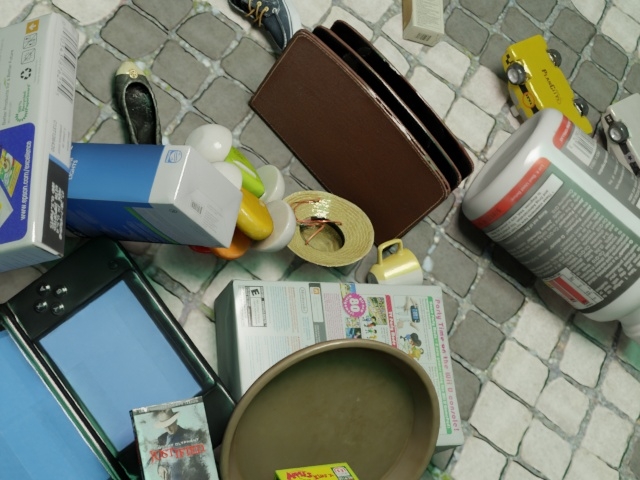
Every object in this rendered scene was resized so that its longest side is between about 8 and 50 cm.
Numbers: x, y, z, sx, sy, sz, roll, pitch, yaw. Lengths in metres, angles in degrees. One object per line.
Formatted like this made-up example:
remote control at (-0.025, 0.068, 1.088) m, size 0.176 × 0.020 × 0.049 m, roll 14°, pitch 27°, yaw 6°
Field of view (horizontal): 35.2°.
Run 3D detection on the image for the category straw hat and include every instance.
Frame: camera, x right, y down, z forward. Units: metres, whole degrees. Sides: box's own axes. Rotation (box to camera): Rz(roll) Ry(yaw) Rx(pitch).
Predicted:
straw hat at (0.000, 0.000, 1.409) m, size 0.144 × 0.061 × 0.144 m, roll 7°, pitch 47°, yaw -8°

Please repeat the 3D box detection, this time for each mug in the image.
mug at (0.100, 0.043, 1.438) m, size 0.064 × 0.062 × 0.078 m, roll -20°, pitch 84°, yaw -21°

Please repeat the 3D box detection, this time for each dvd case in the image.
dvd case at (-0.162, 0.241, 1.128) m, size 0.087 × 0.013 × 0.119 m, roll -5°, pitch 76°, yaw -31°

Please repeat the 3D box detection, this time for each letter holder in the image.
letter holder at (0.079, -0.173, 1.432) m, size 0.302 × 0.214 × 0.152 m, roll 48°, pitch 57°, yaw 2°

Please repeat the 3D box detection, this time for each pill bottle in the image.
pill bottle at (0.410, -0.010, 1.514) m, size 0.363 × 0.210 × 0.210 m, roll 40°, pitch 57°, yaw -4°

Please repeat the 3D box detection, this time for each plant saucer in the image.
plant saucer at (0.011, 0.234, 1.196) m, size 0.277 × 0.041 × 0.278 m, roll -8°, pitch 114°, yaw -18°

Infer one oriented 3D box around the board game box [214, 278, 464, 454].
board game box at (0.023, 0.171, 1.323) m, size 0.303 × 0.097 × 0.224 m, roll 3°, pitch 67°, yaw -22°

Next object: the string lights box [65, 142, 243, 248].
string lights box at (-0.240, -0.054, 1.195) m, size 0.259 × 0.133 × 0.077 m, roll 4°, pitch 70°, yaw 25°

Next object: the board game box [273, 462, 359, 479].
board game box at (-0.016, 0.354, 1.186) m, size 0.092 × 0.043 × 0.181 m, roll 0°, pitch 112°, yaw -24°

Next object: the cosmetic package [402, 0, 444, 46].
cosmetic package at (0.169, -0.385, 1.672) m, size 0.060 × 0.041 × 0.115 m, roll 12°, pitch 63°, yaw -19°

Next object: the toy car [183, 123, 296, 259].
toy car at (-0.128, -0.050, 1.331) m, size 0.159 × 0.136 × 0.182 m, roll 36°, pitch 24°, yaw -39°

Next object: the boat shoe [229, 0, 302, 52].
boat shoe at (-0.089, -0.350, 1.527) m, size 0.083 × 0.065 × 0.183 m, roll -7°, pitch 61°, yaw -23°

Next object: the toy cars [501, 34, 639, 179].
toy cars at (0.450, -0.191, 1.692) m, size 0.393 × 0.087 × 0.176 m, roll 27°, pitch 64°, yaw -15°

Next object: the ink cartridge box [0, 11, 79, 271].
ink cartridge box at (-0.434, -0.095, 1.183) m, size 0.072 × 0.307 × 0.304 m, roll 40°, pitch 42°, yaw -58°

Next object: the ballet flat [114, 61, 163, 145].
ballet flat at (-0.242, -0.172, 1.382) m, size 0.057 × 0.049 × 0.173 m, roll -8°, pitch 71°, yaw -28°

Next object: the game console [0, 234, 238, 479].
game console at (-0.271, 0.168, 1.133) m, size 0.250 × 0.173 × 0.293 m, roll -37°, pitch 86°, yaw -2°
